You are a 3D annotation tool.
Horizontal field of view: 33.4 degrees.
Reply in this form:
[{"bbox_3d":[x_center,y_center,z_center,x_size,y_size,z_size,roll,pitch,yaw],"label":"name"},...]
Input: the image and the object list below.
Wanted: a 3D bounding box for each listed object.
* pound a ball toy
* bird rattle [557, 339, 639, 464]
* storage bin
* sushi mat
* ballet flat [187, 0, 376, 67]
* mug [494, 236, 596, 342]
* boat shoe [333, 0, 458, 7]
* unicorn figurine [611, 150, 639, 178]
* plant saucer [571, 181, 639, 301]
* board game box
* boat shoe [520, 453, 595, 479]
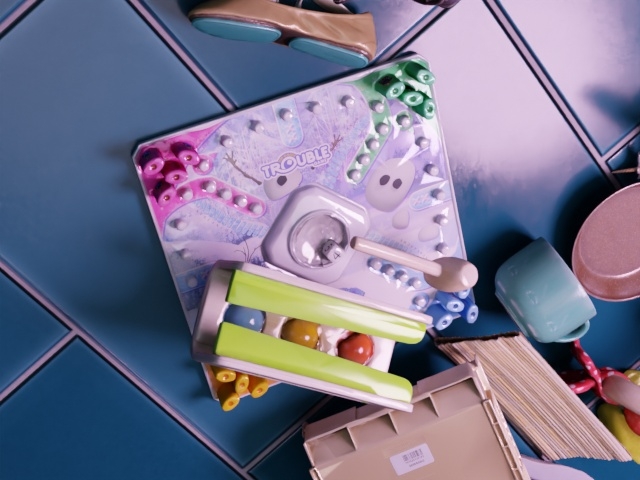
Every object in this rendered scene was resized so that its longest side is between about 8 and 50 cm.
[{"bbox_3d":[0.017,0.087,1.337,0.319,0.135,0.208,17,82,-23],"label":"pound a ball toy"},{"bbox_3d":[0.459,0.226,1.549,0.143,0.207,0.253,-54,128,-10],"label":"bird rattle"},{"bbox_3d":[0.139,0.320,1.466,0.262,0.123,0.260,-23,104,8],"label":"storage bin"},{"bbox_3d":[0.309,0.231,1.537,0.316,0.151,0.019,45,53,-28],"label":"sushi mat"},{"bbox_3d":[-0.042,-0.260,1.246,0.232,0.080,0.073,10,82,-24],"label":"ballet flat"},{"bbox_3d":[0.307,0.086,1.461,0.097,0.129,0.158,-34,92,4],"label":"mug"},{"bbox_3d":[0.142,-0.319,1.253,0.285,0.103,0.092,-21,113,-15],"label":"boat shoe"},{"bbox_3d":[0.493,-0.142,1.465,0.161,0.060,0.111,-13,127,-18],"label":"unicorn figurine"},{"bbox_3d":[0.441,-0.005,1.515,0.198,0.036,0.199,-8,121,-13],"label":"plant saucer"},{"bbox_3d":[0.000,0.000,1.376,0.389,0.050,0.390,-19,118,-9],"label":"board game box"},{"bbox_3d":[0.315,0.375,1.621,0.267,0.088,0.096,19,85,-21],"label":"boat shoe"}]
